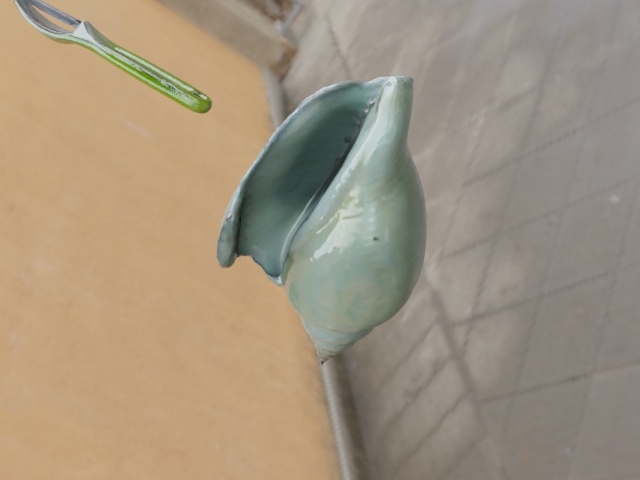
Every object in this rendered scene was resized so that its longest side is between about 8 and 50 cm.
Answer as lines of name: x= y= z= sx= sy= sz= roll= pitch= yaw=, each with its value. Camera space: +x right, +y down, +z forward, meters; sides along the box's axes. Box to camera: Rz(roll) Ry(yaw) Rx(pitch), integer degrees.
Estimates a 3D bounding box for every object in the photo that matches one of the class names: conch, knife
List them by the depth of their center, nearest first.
conch: x=0.004 y=-0.004 z=0.550 sx=0.065 sy=0.088 sz=0.180 roll=-69 pitch=-10 yaw=-47
knife: x=-0.147 y=-0.129 z=0.842 sx=0.022 sy=0.184 sz=0.026 roll=-34 pitch=-32 yaw=-49
